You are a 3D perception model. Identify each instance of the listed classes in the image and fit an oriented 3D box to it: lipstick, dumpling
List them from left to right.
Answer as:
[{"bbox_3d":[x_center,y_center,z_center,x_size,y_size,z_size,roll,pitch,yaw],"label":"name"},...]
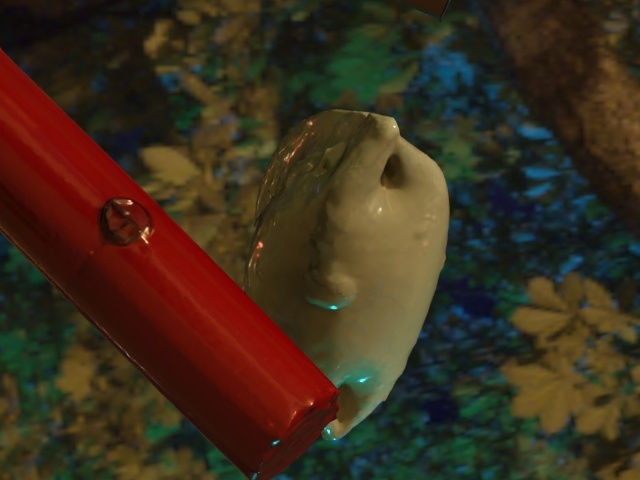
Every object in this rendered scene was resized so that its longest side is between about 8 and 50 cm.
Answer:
[{"bbox_3d":[-0.106,0.005,0.895,0.279,0.073,0.073,43,-55,16],"label":"lipstick"},{"bbox_3d":[-0.003,0.006,1.036,0.149,0.105,0.217,30,-56,23],"label":"dumpling"}]

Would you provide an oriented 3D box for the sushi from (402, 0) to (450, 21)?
[{"bbox_3d":[0.046,-0.264,1.357,0.172,0.150,0.153,24,-89,4],"label":"sushi"}]
